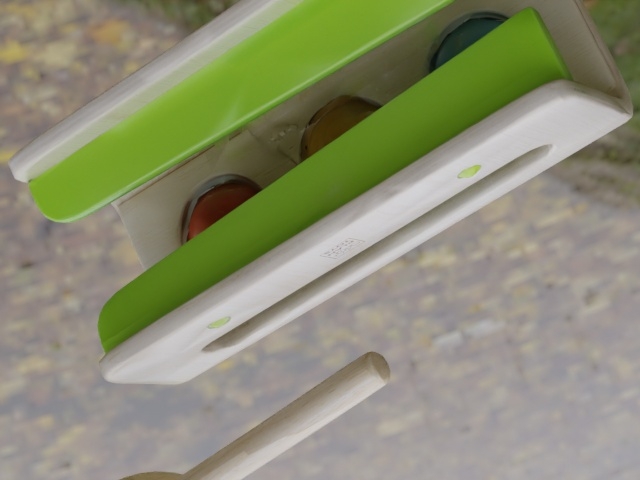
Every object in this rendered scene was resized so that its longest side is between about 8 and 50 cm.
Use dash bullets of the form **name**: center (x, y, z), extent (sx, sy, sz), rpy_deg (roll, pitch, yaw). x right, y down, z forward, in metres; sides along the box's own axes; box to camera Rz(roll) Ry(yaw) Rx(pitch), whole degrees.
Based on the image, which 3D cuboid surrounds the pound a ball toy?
- **pound a ball toy**: center (0.000, 0.000, 0.958), extent (0.319, 0.208, 0.136), rpy_deg (-32, 164, 22)
